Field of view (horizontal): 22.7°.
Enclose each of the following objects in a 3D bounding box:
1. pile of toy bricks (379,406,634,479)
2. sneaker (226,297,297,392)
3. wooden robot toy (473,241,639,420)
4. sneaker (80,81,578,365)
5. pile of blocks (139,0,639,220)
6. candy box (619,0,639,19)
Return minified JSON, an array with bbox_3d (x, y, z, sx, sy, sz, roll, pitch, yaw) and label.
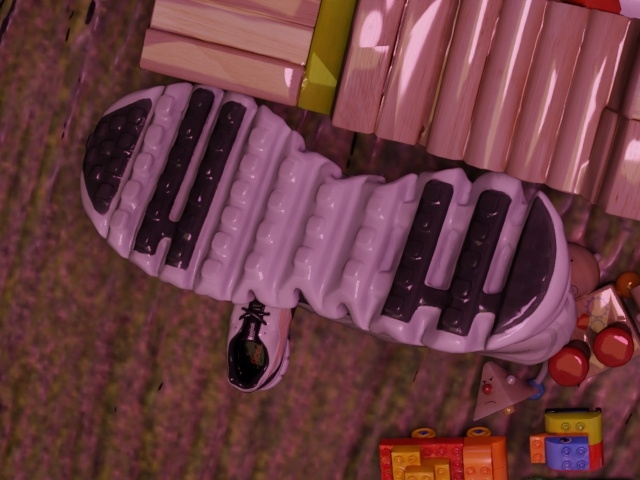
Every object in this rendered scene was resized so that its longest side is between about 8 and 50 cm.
[{"bbox_3d":[0.136,0.157,0.848,0.212,0.105,0.118,-3,107,10],"label":"pile of toy bricks"},{"bbox_3d":[-0.030,0.036,0.900,0.040,0.044,0.109,8,99,12],"label":"sneaker"},{"bbox_3d":[0.146,0.030,0.853,0.173,0.076,0.079,-27,83,14],"label":"wooden robot toy"},{"bbox_3d":[0.000,0.000,0.836,0.292,0.118,0.110,21,82,27],"label":"sneaker"},{"bbox_3d":[0.076,-0.101,0.783,0.362,0.149,0.113,20,103,29],"label":"pile of blocks"},{"bbox_3d":[0.149,-0.201,0.809,0.165,0.070,0.196,-44,90,15],"label":"candy box"}]
